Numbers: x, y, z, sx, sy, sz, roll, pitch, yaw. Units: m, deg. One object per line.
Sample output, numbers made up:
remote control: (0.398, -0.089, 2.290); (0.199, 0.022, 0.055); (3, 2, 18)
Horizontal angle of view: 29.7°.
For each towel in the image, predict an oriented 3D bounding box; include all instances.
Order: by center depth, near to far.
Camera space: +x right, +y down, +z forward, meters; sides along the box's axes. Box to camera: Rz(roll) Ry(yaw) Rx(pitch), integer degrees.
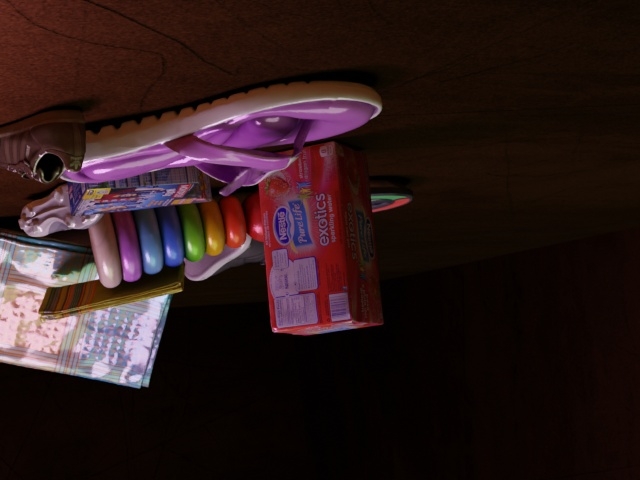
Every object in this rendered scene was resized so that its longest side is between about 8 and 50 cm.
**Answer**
towel: (-0.338, 0.078, 1.970); (0.237, 0.021, 0.102); (-12, -153, 1)
towel: (-0.445, 0.117, 2.063); (0.370, 0.271, 0.040); (11, -151, -13)

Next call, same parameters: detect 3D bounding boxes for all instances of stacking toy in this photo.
stacking toy: (-0.206, -0.023, 1.967); (0.330, 0.141, 0.141); (-12, 175, -13)

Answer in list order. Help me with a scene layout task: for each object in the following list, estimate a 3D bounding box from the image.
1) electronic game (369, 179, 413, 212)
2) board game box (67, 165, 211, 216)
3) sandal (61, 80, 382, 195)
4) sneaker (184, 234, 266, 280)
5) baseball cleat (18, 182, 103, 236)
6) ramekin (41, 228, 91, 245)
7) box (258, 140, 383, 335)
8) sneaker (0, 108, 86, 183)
electronic game: (0.048, -0.066, 2.104); (0.229, 0.048, 0.229); (-7, 173, -1)
board game box: (-0.233, -0.083, 1.632); (0.194, 0.060, 0.194); (-6, 173, -19)
sandal: (-0.116, -0.099, 1.417); (0.416, 0.102, 0.169); (-10, 173, 23)
sneaker: (-0.158, 0.019, 2.365); (0.147, 0.105, 0.295); (4, 164, -33)
baseball cleat: (-0.363, -0.053, 1.797); (0.206, 0.072, 0.109); (-7, -171, 44)
ramekin: (-0.415, 0.071, 2.175); (0.109, 0.207, 0.207); (-18, 170, 16)
box: (0.000, 0.000, 1.713); (0.128, 0.257, 0.122); (-10, 171, 23)
sneaker: (-0.330, -0.095, 1.372); (0.066, 0.071, 0.188); (-1, 171, -41)
